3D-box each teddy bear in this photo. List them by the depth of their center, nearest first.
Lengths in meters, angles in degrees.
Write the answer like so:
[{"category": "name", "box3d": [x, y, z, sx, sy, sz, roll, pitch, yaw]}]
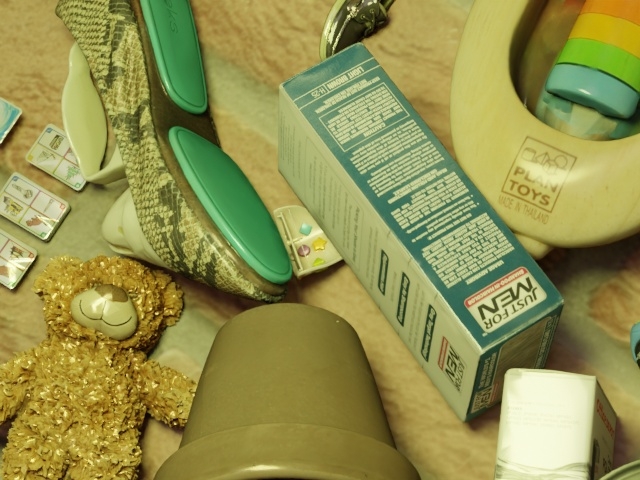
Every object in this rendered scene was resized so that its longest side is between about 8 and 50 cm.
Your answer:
[{"category": "teddy bear", "box3d": [-0.243, 0.173, 1.972, 0.245, 0.113, 0.338, 25, 80, 19]}]

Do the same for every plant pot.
[{"category": "plant pot", "box3d": [-0.035, 0.194, 1.856, 0.263, 0.263, 0.229, -11, 51, 11]}]

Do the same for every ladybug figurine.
[{"category": "ladybug figurine", "box3d": [0.299, -0.177, 1.916, 0.305, 0.162, 0.449, 26, 79, 21]}]

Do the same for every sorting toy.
[{"category": "sorting toy", "box3d": [0.000, 0.000, 2.005, 0.075, 0.045, 0.083, -19, 61, -3]}]

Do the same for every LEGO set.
[{"category": "LEGO set", "box3d": [-0.386, -0.072, 2.140, 0.244, 0.060, 0.182, 29, 78, 13]}]

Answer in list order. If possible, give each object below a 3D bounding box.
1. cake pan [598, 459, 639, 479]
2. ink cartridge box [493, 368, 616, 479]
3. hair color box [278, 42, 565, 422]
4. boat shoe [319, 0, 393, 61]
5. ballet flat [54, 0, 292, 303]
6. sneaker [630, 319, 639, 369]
[{"category": "cake pan", "box3d": [0.334, 0.335, 1.700, 0.293, 0.054, 0.293, 6, 75, -23]}, {"category": "ink cartridge box", "box3d": [0.217, 0.244, 1.795, 0.092, 0.158, 0.218, 1, 72, 17]}, {"category": "hair color box", "box3d": [0.091, -0.009, 1.898, 0.105, 0.174, 0.347, -29, 67, -15]}, {"category": "boat shoe", "box3d": [0.050, -0.252, 2.067, 0.049, 0.056, 0.152, 23, 79, 26]}, {"category": "ballet flat", "box3d": [-0.176, -0.096, 2.037, 0.182, 0.164, 0.483, -35, 59, 21]}, {"category": "sneaker", "box3d": [0.396, 0.103, 1.856, 0.188, 0.067, 0.078, -6, 91, 11]}]
